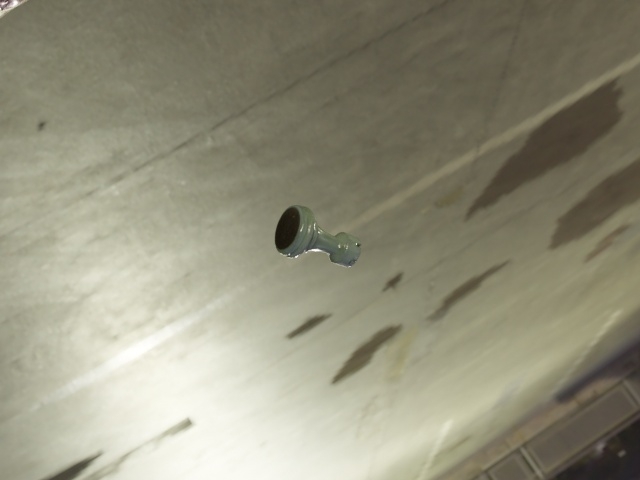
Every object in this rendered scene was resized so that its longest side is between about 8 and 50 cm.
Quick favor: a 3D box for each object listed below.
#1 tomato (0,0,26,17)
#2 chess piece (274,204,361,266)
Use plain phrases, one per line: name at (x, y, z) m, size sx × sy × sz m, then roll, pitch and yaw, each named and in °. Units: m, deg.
tomato at (-0.363, -0.360, 0.940) m, size 0.289 × 0.325 × 0.293 m, roll 3°, pitch 160°, yaw 47°
chess piece at (0.000, 0.000, 1.306) m, size 0.103 × 0.067 × 0.067 m, roll 19°, pitch 130°, yaw -31°
